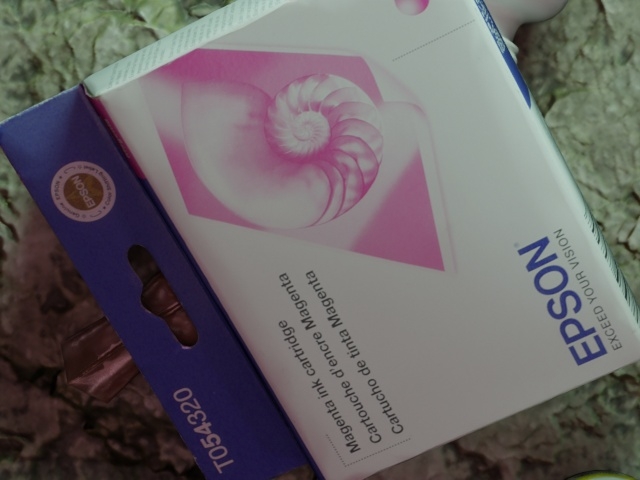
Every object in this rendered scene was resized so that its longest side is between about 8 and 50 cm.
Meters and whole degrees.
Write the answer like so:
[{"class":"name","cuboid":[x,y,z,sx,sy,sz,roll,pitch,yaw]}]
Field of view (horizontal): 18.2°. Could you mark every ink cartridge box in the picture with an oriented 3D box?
[{"class":"ink cartridge box","cuboid":[0.000,0.000,1.300,0.330,0.071,0.324,-26,110,12]}]

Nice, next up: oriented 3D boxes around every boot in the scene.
[{"class":"boot","cuboid":[-0.116,0.085,1.402,0.114,0.037,0.106,-38,74,-2]}]

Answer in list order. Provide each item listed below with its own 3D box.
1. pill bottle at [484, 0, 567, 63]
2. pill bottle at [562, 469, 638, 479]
[{"class":"pill bottle","cuboid":[0.114,-0.237,1.342,0.152,0.152,0.272,19,90,3]},{"class":"pill bottle","cuboid":[0.190,0.208,1.309,0.103,0.184,0.103,0,88,4]}]
